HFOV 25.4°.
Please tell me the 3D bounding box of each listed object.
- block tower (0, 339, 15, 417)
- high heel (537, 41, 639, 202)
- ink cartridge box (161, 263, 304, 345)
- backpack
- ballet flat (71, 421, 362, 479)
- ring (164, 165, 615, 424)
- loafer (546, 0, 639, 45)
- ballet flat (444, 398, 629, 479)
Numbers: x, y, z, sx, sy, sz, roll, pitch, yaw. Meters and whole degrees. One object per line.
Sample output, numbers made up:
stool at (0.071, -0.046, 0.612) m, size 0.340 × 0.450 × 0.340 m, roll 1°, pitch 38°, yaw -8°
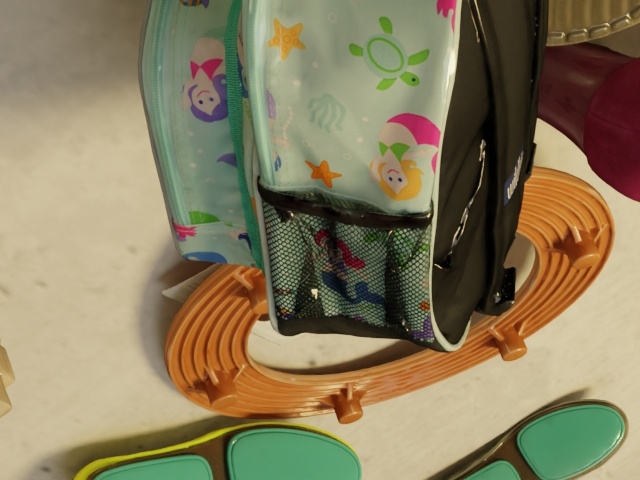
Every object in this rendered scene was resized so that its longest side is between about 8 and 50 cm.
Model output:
block tower at (-0.292, 0.027, 0.743) m, size 0.097 × 0.091 × 0.335 m, roll -35°, pitch 145°, yaw 7°
high heel at (0.318, -0.065, 0.953) m, size 0.377 × 0.181 × 0.127 m, roll -4°, pitch 116°, yaw -31°
ink cartridge box at (0.000, 0.000, 0.967) m, size 0.179 × 0.045 × 0.145 m, roll -29°, pitch 148°, yaw 24°
backpack at (0.022, -0.097, 0.683) m, size 0.191 × 0.225 × 0.254 m, roll 12°, pitch 144°, yaw 8°
ballet flat at (-0.084, 0.183, 1.096) m, size 0.230 × 0.077 × 0.077 m, roll -3°, pitch 173°, yaw -23°
ring at (0.055, 0.055, 1.014) m, size 0.336 × 0.032 × 0.337 m, roll -16°, pitch 152°, yaw -8°
loafer at (0.183, -0.187, 0.810) m, size 0.268 × 0.092 × 0.102 m, roll -11°, pitch 139°, yaw 2°
ballet flat at (0.190, 0.212, 1.338) m, size 0.213 × 0.072 × 0.068 m, roll -31°, pitch 172°, yaw 4°
